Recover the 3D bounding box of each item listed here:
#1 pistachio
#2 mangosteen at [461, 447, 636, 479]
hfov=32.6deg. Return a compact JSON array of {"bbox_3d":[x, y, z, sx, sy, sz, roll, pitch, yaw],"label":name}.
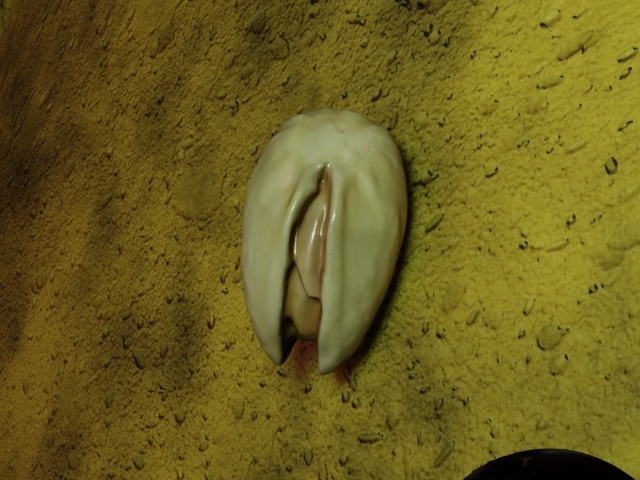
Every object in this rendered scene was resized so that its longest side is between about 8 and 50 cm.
[{"bbox_3d":[0.000,0.000,1.310,0.193,0.214,0.318,13,99,12],"label":"pistachio"},{"bbox_3d":[0.211,0.317,0.879,0.302,0.275,0.275,27,103,22],"label":"mangosteen"}]
